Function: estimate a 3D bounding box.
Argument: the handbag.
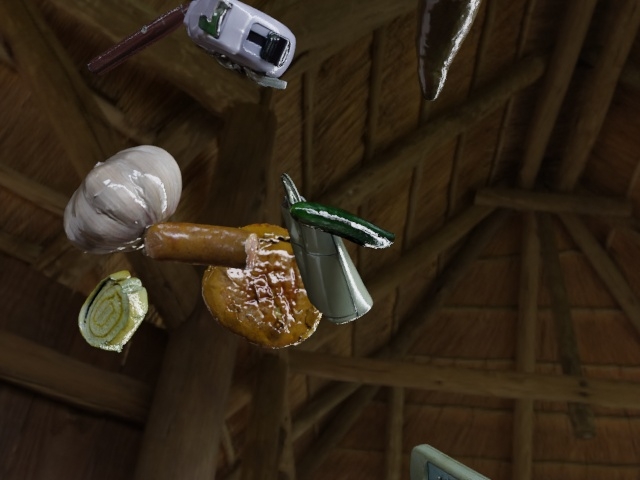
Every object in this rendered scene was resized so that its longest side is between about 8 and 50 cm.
[{"bbox_3d":[0.000,0.000,1.415,0.109,0.241,0.315,-22,-71,-15],"label":"handbag"}]

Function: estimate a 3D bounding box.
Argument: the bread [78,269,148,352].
[{"bbox_3d":[-0.385,0.132,1.307,0.156,0.117,0.064,-48,-28,17],"label":"bread"}]

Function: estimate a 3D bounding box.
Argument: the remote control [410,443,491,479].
[{"bbox_3d":[0.187,0.347,0.923,0.038,0.098,0.233,-6,3,-22],"label":"remote control"}]

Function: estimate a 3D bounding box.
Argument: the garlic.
[{"bbox_3d":[-0.474,-0.099,1.697,0.241,0.321,0.322,21,-41,-8],"label":"garlic"}]

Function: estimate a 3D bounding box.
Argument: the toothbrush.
[{"bbox_3d":[-0.305,-0.414,1.348,0.364,0.040,0.041,-23,-47,22],"label":"toothbrush"}]

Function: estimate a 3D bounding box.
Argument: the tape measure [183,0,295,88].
[{"bbox_3d":[-0.130,-0.323,1.133,0.178,0.196,0.105,21,-82,-23],"label":"tape measure"}]

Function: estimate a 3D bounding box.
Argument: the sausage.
[{"bbox_3d":[-0.276,0.010,1.619,0.271,0.108,0.108,5,-39,10],"label":"sausage"}]

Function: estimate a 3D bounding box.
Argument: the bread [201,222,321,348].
[{"bbox_3d":[-0.155,0.133,2.020,0.358,0.336,0.204,28,-12,-5],"label":"bread"}]

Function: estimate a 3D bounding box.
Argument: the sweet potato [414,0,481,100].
[{"bbox_3d":[0.168,-0.342,0.924,0.124,0.098,0.310,-35,-37,-19],"label":"sweet potato"}]

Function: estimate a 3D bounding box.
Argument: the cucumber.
[{"bbox_3d":[0.050,-0.024,1.248,0.056,0.056,0.284,-28,-29,35],"label":"cucumber"}]
